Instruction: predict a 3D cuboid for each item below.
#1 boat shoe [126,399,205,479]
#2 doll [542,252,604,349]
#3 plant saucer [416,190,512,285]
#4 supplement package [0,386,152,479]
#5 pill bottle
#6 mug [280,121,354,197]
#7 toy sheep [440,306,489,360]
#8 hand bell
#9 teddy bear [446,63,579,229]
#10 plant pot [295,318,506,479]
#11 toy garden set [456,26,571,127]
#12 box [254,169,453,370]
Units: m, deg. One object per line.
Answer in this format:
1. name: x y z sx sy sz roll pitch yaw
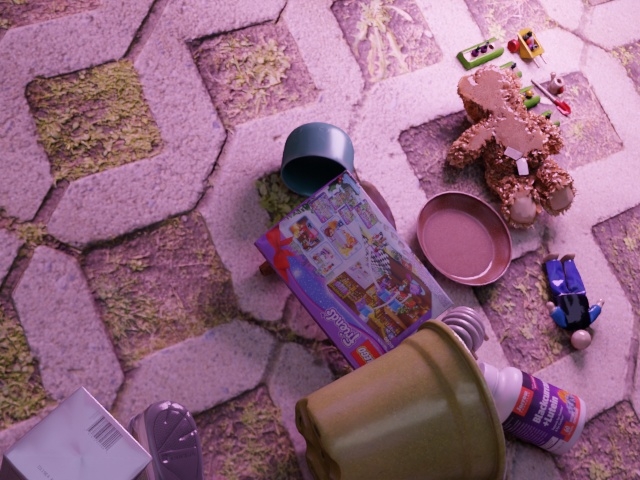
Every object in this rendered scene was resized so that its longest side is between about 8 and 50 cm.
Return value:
1. boat shoe: -0.223 0.399 1.450 0.118 0.103 0.320 2 67 -42
2. doll: 0.481 0.116 1.893 0.129 0.046 0.189 2 62 -19
3. plant saucer: 0.266 0.001 1.876 0.199 0.036 0.198 9 61 -16
4. supplement package: -0.340 0.322 1.346 0.139 0.244 0.134 45 58 5
5. pill bottle: 0.348 0.283 1.715 0.193 0.108 0.108 25 57 -7
6. mug: -0.002 -0.145 1.808 0.129 0.157 0.097 2 58 7
7. toy sheep: 0.248 0.166 1.754 0.091 0.091 0.132 38 38 1
8. hand bell: 0.000 0.000 1.753 0.242 0.126 0.126 -26 75 -17
9. teddy bear: 0.376 -0.180 1.981 0.245 0.113 0.338 -39 82 -14
10. plant pot: 0.107 0.292 1.547 0.254 0.276 0.276 -17 71 -17
11. toy garden set: 0.439 -0.344 2.118 0.204 0.049 0.244 -27 75 -30
12. box: 0.055 0.056 1.684 0.201 0.057 0.293 -38 90 -7
